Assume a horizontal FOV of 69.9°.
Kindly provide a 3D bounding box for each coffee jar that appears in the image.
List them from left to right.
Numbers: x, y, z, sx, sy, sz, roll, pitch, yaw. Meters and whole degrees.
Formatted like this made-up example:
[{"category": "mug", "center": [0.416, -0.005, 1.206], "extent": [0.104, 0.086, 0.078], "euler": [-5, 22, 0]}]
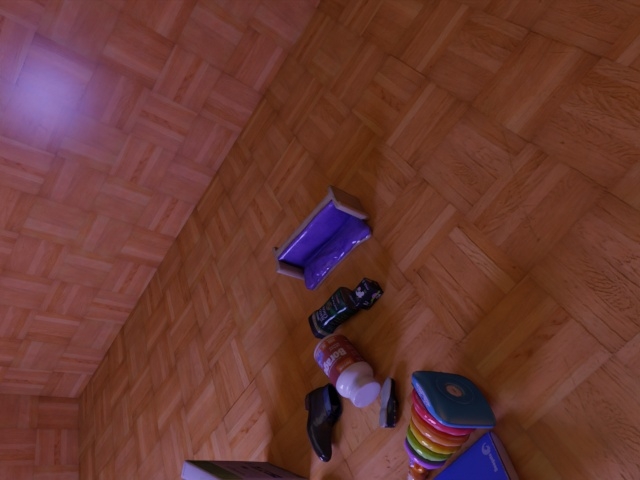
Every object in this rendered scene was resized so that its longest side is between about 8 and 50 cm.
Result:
[{"category": "coffee jar", "center": [0.040, 0.241, 1.505], "extent": [0.184, 0.079, 0.096], "euler": [-47, 43, 26]}]

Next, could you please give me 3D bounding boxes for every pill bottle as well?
[{"category": "pill bottle", "center": [0.080, 0.384, 1.360], "extent": [0.121, 0.121, 0.216], "euler": [-61, 39, 11]}]

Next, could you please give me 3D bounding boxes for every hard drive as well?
[{"category": "hard drive", "center": [0.306, 0.602, 1.002], "extent": [0.319, 0.040, 0.210], "euler": [-53, 17, 20]}]

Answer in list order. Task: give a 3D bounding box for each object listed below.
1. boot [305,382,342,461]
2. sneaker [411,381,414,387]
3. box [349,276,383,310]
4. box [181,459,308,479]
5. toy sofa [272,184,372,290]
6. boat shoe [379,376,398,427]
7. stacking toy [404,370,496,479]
[{"category": "boot", "center": [0.015, 0.547, 1.396], "extent": [0.106, 0.082, 0.219], "euler": [-46, 42, 30]}, {"category": "sneaker", "center": [0.262, 0.407, 1.206], "extent": [0.035, 0.031, 0.083], "euler": [-57, 40, 16]}, {"category": "box", "center": [0.143, 0.167, 1.429], "extent": [0.083, 0.062, 0.052], "euler": [-52, 40, 21]}, {"category": "box", "center": [-0.230, 0.732, 1.409], "extent": [0.232, 0.322, 0.059], "euler": [-10, 63, 48]}, {"category": "toy sofa", "center": [0.000, 0.000, 1.604], "extent": [0.362, 0.150, 0.177], "euler": [-46, 43, 27]}, {"category": "boat shoe", "center": [0.192, 0.447, 1.266], "extent": [0.049, 0.042, 0.133], "euler": [140, 140, -67]}, {"category": "stacking toy", "center": [0.266, 0.476, 1.100], "extent": [0.175, 0.165, 0.302], "euler": [-119, 42, -62]}]
